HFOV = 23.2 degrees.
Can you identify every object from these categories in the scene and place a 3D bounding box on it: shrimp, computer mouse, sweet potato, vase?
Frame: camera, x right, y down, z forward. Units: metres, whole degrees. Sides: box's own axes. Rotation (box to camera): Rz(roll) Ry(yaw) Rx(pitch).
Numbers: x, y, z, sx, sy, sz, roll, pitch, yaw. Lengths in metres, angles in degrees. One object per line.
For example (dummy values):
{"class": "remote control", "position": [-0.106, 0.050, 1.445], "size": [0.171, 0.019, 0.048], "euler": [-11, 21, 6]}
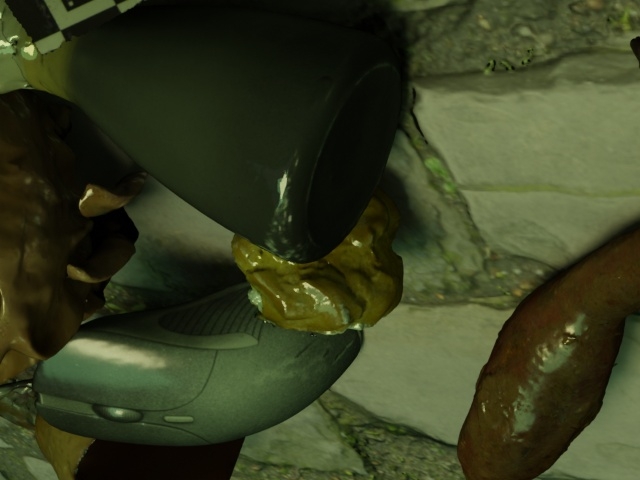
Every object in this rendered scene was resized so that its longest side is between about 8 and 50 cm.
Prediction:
{"class": "shrimp", "position": [-0.329, 0.143, 1.729], "size": [0.164, 0.062, 0.317], "euler": [24, 150, -1]}
{"class": "computer mouse", "position": [-0.143, 0.133, 1.395], "size": [0.379, 0.090, 0.167], "euler": [-10, 136, -9]}
{"class": "sweet potato", "position": [0.201, 0.077, 1.226], "size": [0.109, 0.109, 0.385], "euler": [28, 134, 1]}
{"class": "vase", "position": [-0.115, -0.117, 1.153], "size": [0.321, 0.173, 0.173], "euler": [23, 146, 19]}

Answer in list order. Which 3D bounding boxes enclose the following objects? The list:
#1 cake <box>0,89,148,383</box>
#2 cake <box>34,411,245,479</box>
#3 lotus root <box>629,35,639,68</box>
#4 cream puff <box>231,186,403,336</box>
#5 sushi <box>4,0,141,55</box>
{"class": "cake", "position": [-0.319, 0.004, 1.330], "size": [0.321, 0.332, 0.332], "euler": [15, 159, -39]}
{"class": "cake", "position": [-0.197, 0.170, 1.582], "size": [0.208, 0.185, 0.178], "euler": [35, -168, -43]}
{"class": "lotus root", "position": [0.289, -0.069, 0.956], "size": [0.221, 0.118, 0.125], "euler": [25, 114, 10]}
{"class": "cream puff", "position": [0.000, -0.001, 1.239], "size": [0.121, 0.156, 0.156], "euler": [-5, 135, 27]}
{"class": "sushi", "position": [-0.164, -0.262, 1.054], "size": [0.192, 0.050, 0.215], "euler": [-29, 125, 5]}
